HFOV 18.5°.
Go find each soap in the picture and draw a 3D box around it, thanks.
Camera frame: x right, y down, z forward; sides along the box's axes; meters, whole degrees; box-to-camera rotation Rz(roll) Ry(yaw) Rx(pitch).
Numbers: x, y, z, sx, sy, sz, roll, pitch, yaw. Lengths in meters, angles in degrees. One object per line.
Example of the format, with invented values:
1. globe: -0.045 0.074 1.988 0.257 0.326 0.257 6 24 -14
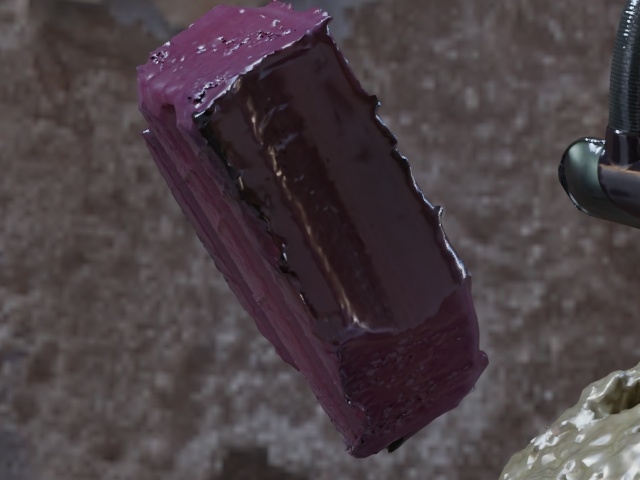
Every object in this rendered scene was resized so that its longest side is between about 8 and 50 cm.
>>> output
1. soap: 0.000 0.000 1.154 0.112 0.289 0.182 -32 24 -8

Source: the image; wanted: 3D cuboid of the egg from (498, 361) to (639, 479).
1. egg: 0.094 0.077 0.388 0.140 0.118 0.116 -7 14 10

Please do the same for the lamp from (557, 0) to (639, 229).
1. lamp: 0.298 -0.133 1.332 0.203 0.283 0.124 27 -14 35
